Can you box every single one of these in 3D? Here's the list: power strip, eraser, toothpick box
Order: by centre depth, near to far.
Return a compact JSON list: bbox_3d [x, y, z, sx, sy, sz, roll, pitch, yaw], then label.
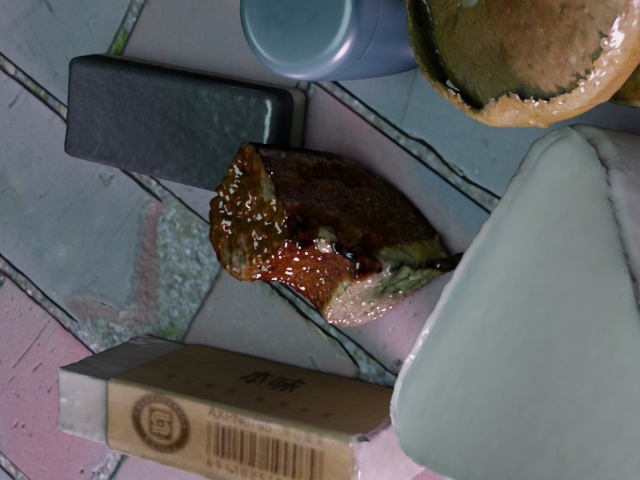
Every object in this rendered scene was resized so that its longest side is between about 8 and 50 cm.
[{"bbox_3d":[0.221,0.066,1.184,0.331,0.150,0.331,-11,76,54],"label":"eraser"},{"bbox_3d":[0.028,-0.193,1.270,0.120,0.184,0.120,3,96,32],"label":"toothpick box"},{"bbox_3d":[-0.076,0.166,1.431,0.343,0.144,0.078,10,107,29],"label":"eraser"},{"bbox_3d":[-0.137,-0.113,1.457,0.256,0.070,0.105,14,105,27],"label":"power strip"}]

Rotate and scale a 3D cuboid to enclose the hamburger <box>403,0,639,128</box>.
[{"bbox_3d":[0.188,-0.224,1.119,0.318,0.195,0.277,25,125,53],"label":"hamburger"}]

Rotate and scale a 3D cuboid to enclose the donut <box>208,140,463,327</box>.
[{"bbox_3d":[0.007,-0.002,1.356,0.126,0.186,0.144,-50,49,35],"label":"donut"}]
